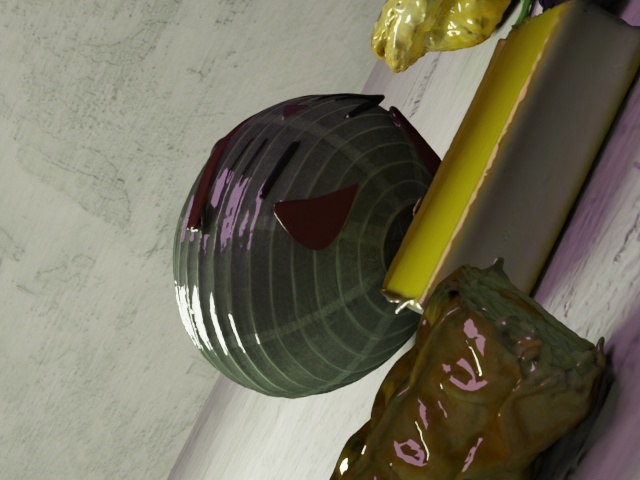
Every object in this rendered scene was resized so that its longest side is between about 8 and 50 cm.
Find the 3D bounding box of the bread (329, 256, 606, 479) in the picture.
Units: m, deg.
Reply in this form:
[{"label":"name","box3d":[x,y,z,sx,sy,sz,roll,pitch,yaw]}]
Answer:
[{"label":"bread","box3d":[0.042,0.140,0.548,0.087,0.098,0.269,2,-57,-49]}]

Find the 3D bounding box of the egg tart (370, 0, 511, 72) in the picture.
[{"label":"egg tart","box3d":[0.170,-0.323,1.226,0.319,0.128,0.319,26,-90,-89]}]

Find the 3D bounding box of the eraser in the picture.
[{"label":"eraser","box3d":[0.121,-0.042,0.728,0.226,0.069,0.158,-64,8,-2]}]

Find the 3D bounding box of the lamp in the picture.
[{"label":"lamp","box3d":[0.000,0.000,0.893,0.265,0.233,0.233,-50,-3,-35]}]

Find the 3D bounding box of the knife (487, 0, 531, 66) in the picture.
[{"label":"knife","box3d":[0.195,-0.225,1.079,0.078,0.023,0.166,83,-156,-54]}]

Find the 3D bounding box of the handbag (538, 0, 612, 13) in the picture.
[{"label":"handbag","box3d":[0.216,-0.265,0.845,0.270,0.089,0.175,-75,3,-54]}]
